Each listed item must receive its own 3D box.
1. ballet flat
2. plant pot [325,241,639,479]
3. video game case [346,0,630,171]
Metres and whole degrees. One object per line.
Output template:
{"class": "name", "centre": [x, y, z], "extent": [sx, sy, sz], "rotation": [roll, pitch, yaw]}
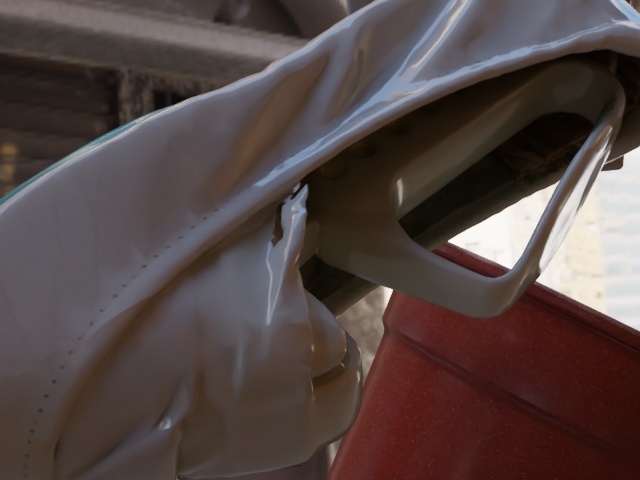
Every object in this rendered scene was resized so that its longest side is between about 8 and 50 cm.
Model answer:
{"class": "ballet flat", "centre": [0.000, 0.000, 0.420], "extent": [0.400, 0.139, 0.139], "rotation": [-37, 11, -27]}
{"class": "plant pot", "centre": [0.120, 0.168, 0.754], "extent": [0.272, 0.265, 0.272], "rotation": [27, 1, 0]}
{"class": "video game case", "centre": [0.139, -0.144, 0.917], "extent": [0.227, 0.206, 0.026], "rotation": [-6, 27, 0]}
